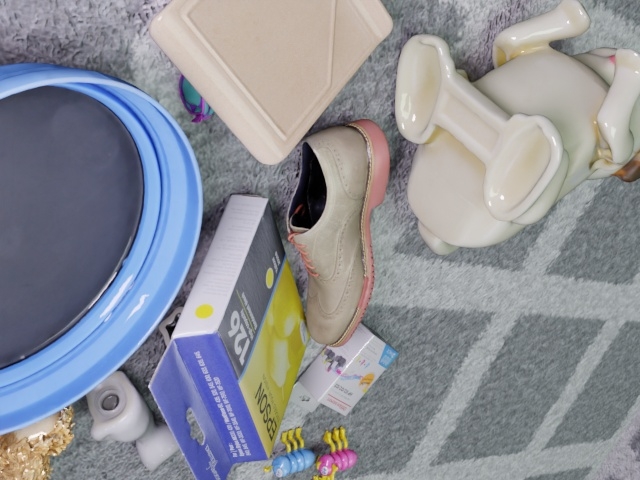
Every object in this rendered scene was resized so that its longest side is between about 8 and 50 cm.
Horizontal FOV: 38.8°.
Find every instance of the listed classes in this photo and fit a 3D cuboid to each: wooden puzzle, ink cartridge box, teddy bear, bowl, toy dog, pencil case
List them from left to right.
[{"bbox_3d":[-0.392,0.320,1.062,0.113,0.245,0.338,38,62,-38],"label":"teddy bear"},{"bbox_3d":[-0.289,0.012,0.877,0.391,0.077,0.391,-33,141,-32],"label":"bowl"},{"bbox_3d":[-0.103,0.152,1.202,0.304,0.072,0.307,77,22,-47],"label":"ink cartridge box"},{"bbox_3d":[-0.090,-0.185,1.069,0.151,0.064,0.070,-17,106,-34],"label":"pencil case"},{"bbox_3d":[-0.050,-0.240,1.025,0.239,0.044,0.221,-49,124,-13],"label":"wooden puzzle"},{"bbox_3d":[0.036,0.227,1.533,0.181,0.061,0.104,-50,141,1],"label":"ink cartridge box"},{"bbox_3d":[0.343,-0.150,1.348,0.407,0.284,0.396,-23,135,-32],"label":"toy dog"}]

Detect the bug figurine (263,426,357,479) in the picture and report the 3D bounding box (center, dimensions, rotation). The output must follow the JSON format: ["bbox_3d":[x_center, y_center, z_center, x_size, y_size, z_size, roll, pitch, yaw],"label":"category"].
[{"bbox_3d":[-0.031,0.456,1.650,0.216,0.072,0.279,-12,128,-37],"label":"bug figurine"}]

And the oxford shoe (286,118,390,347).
[{"bbox_3d":[0.000,0.000,1.277,0.130,0.123,0.348,-11,118,-34],"label":"oxford shoe"}]

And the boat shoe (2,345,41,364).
[{"bbox_3d":[-0.416,0.127,1.008,0.257,0.095,0.095,-2,138,-38],"label":"boat shoe"}]

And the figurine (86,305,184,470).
[{"bbox_3d":[-0.206,0.225,1.286,0.215,0.092,0.209,-40,145,-10],"label":"figurine"}]
